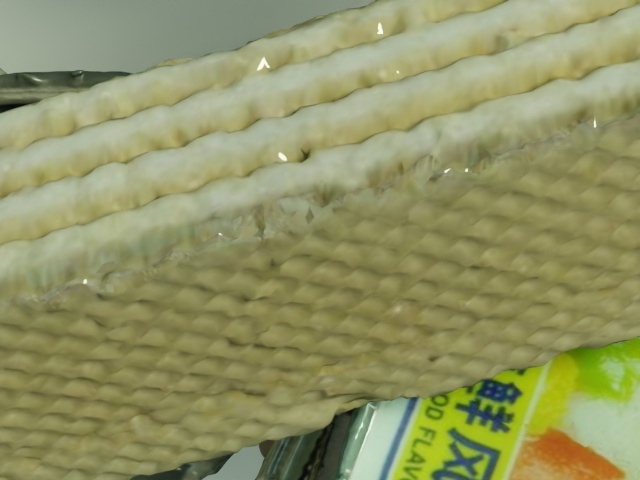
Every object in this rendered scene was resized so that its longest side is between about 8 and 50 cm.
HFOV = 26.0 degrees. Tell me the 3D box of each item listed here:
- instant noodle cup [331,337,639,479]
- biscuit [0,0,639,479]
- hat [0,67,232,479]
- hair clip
[{"bbox_3d":[0.160,0.144,0.545,0.312,0.284,0.284,20,122,10],"label":"instant noodle cup"},{"bbox_3d":[0.000,0.000,0.438,0.426,0.078,0.144,-15,145,6],"label":"biscuit"},{"bbox_3d":[-0.137,0.013,0.602,0.275,0.161,0.232,9,113,-19],"label":"hat"},{"bbox_3d":[0.007,0.062,0.635,0.062,0.056,0.214,26,107,19],"label":"hair clip"}]
